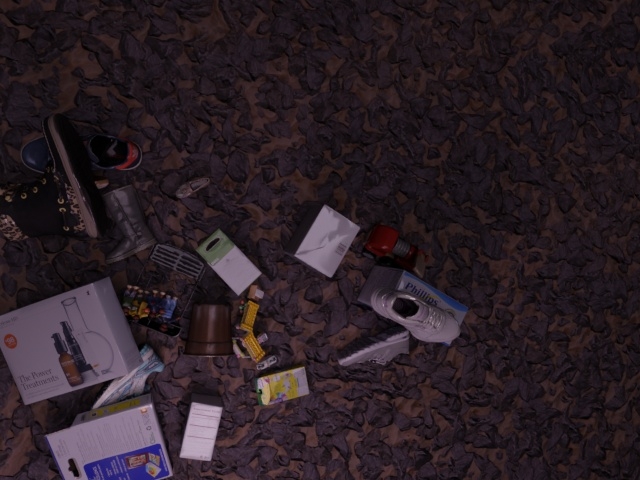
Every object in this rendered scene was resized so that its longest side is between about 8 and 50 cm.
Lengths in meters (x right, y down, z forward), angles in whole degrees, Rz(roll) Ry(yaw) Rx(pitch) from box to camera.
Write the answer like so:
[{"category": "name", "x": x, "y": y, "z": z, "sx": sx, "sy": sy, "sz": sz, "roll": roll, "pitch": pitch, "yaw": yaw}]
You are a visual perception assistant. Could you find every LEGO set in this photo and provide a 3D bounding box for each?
[{"category": "LEGO set", "x": -0.249, "y": 0.302, "z": 1.698, "sx": 0.132, "sy": 0.107, "sz": 0.287, "roll": -12, "pitch": 89, "yaw": -48}]

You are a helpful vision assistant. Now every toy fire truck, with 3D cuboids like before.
[{"category": "toy fire truck", "x": 0.275, "y": 0.044, "z": 1.715, "sx": 0.216, "sy": 0.246, "sz": 0.159, "roll": 30, "pitch": 74, "yaw": -12}]

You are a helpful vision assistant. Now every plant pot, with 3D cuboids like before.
[{"category": "plant pot", "x": -0.360, "y": 0.289, "z": 1.629, "sx": 0.166, "sy": 0.167, "sz": 0.165, "roll": 4, "pitch": 81, "yaw": -14}]

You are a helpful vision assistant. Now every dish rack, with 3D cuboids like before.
[{"category": "dish rack", "x": -0.507, "y": 0.154, "z": 1.626, "sx": 0.208, "sy": 0.074, "sz": 0.272, "roll": 25, "pitch": 85, "yaw": -14}]

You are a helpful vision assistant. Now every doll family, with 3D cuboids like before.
[{"category": "doll family", "x": -0.531, "y": 0.215, "z": 1.544, "sx": 0.192, "sy": 0.076, "sz": 0.112, "roll": 12, "pitch": 67, "yaw": -9}]

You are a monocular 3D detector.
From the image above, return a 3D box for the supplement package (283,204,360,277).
[{"category": "supplement package", "x": 0.000, "y": 0.000, "z": 1.681, "sx": 0.149, "sy": 0.203, "sz": 0.194, "roll": 33, "pitch": 84, "yaw": -13}]

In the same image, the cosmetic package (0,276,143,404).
[{"category": "cosmetic package", "x": -0.757, "y": 0.301, "z": 1.485, "sx": 0.376, "sy": 0.097, "sz": 0.285, "roll": -19, "pitch": 93, "yaw": 12}]

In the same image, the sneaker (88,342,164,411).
[{"category": "sneaker", "x": -0.616, "y": 0.472, "z": 1.589, "sx": 0.122, "sy": 0.110, "sz": 0.283, "roll": 43, "pitch": 81, "yaw": -14}]

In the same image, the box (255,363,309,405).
[{"category": "box", "x": -0.136, "y": 0.506, "z": 1.740, "sx": 0.179, "sy": 0.043, "sz": 0.105, "roll": -10, "pitch": 94, "yaw": -16}]

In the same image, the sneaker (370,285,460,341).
[{"category": "sneaker", "x": 0.298, "y": 0.234, "z": 1.486, "sx": 0.304, "sy": 0.152, "sz": 0.114, "roll": 24, "pitch": 83, "yaw": -14}]

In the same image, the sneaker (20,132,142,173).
[{"category": "sneaker", "x": -0.736, "y": -0.275, "z": 1.524, "sx": 0.349, "sy": 0.148, "sz": 0.131, "roll": -6, "pitch": 92, "yaw": -13}]

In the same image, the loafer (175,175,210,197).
[{"category": "loafer", "x": -0.425, "y": -0.180, "z": 1.657, "sx": 0.125, "sy": 0.039, "sz": 0.045, "roll": -29, "pitch": 98, "yaw": -12}]

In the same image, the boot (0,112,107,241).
[{"category": "boot", "x": -0.807, "y": -0.161, "z": 1.434, "sx": 0.283, "sy": 0.138, "sz": 0.378, "roll": -7, "pitch": 124, "yaw": -1}]

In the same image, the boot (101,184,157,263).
[{"category": "boot", "x": -0.641, "y": -0.051, "z": 1.589, "sx": 0.189, "sy": 0.076, "sz": 0.209, "roll": -31, "pitch": 105, "yaw": -26}]

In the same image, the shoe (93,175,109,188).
[{"category": "shoe", "x": -0.772, "y": -0.157, "z": 1.563, "sx": 0.218, "sy": 0.077, "sz": 0.059, "roll": -12, "pitch": 118, "yaw": -8}]

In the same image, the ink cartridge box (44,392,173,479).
[{"category": "ink cartridge box", "x": -0.648, "y": 0.656, "z": 1.560, "sx": 0.306, "sy": 0.072, "sz": 0.304, "roll": -11, "pitch": 115, "yaw": -12}]

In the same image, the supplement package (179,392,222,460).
[{"category": "supplement package", "x": -0.394, "y": 0.613, "z": 1.645, "sx": 0.105, "sy": 0.105, "sz": 0.180, "roll": 13, "pitch": 87, "yaw": -13}]

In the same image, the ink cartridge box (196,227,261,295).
[{"category": "ink cartridge box", "x": -0.306, "y": 0.073, "z": 1.674, "sx": 0.109, "sy": 0.062, "sz": 0.209, "roll": -44, "pitch": 91, "yaw": -9}]

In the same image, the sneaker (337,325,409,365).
[{"category": "sneaker", "x": 0.201, "y": 0.407, "z": 1.789, "sx": 0.281, "sy": 0.105, "sz": 0.116, "roll": -16, "pitch": 101, "yaw": -10}]

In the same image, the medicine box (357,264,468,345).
[{"category": "medicine box", "x": 0.307, "y": 0.216, "z": 1.715, "sx": 0.263, "sy": 0.289, "sz": 0.149, "roll": 30, "pitch": 84, "yaw": -12}]
